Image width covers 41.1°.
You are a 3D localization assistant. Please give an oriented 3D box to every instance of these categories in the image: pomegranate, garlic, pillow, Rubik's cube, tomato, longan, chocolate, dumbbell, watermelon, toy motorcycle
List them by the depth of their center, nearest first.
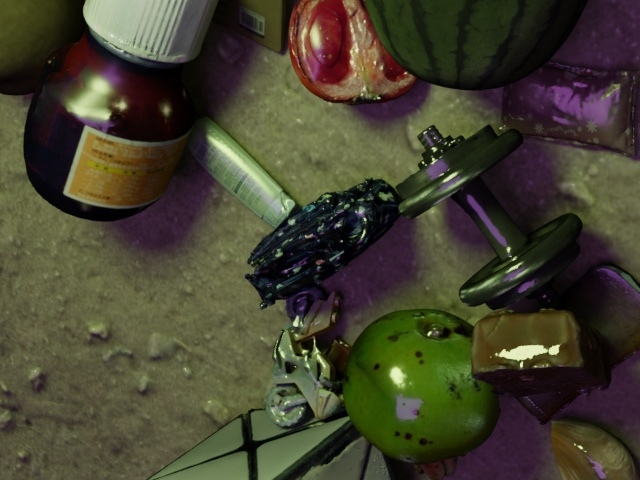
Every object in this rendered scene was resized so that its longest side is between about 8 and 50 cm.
[{"bbox_3d":[0.182,-0.355,0.986,0.279,0.279,0.359,6,112,23],"label":"watermelon"},{"bbox_3d":[0.324,-0.176,1.117,0.185,0.043,0.118,11,114,22],"label":"pillow"},{"bbox_3d":[0.288,0.147,1.118,0.148,0.214,0.093,-13,65,26],"label":"chocolate"},{"bbox_3d":[0.224,-0.030,1.130,0.192,0.192,0.290,-36,89,30],"label":"dumbbell"},{"bbox_3d":[0.043,-0.271,1.190,0.189,0.099,0.173,-5,91,-14],"label":"tomato"},{"bbox_3d":[0.410,0.348,1.243,0.101,0.087,0.195,-12,106,42],"label":"garlic"},{"bbox_3d":[0.149,0.241,1.255,0.236,0.236,0.302,12,132,21],"label":"pomegranate"},{"bbox_3d":[-0.473,-0.337,1.325,0.215,0.246,0.246,28,117,21],"label":"longan"},{"bbox_3d":[-0.058,0.457,1.342,0.310,0.307,0.305,-11,100,42],"label":"Rubik's cube"},{"bbox_3d":[-0.009,0.185,1.349,0.130,0.094,0.229,6,77,25],"label":"toy motorcycle"}]

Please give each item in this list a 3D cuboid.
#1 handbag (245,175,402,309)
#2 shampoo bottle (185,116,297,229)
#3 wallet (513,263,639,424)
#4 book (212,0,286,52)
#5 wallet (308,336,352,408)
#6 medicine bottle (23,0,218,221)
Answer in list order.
[{"bbox_3d":[0.000,0.000,1.264,0.260,0.162,0.113,-33,93,33],"label":"handbag"},{"bbox_3d":[-0.127,-0.106,1.349,0.212,0.049,0.072,43,119,6],"label":"shampoo bottle"},{"bbox_3d":[0.362,0.144,1.220,0.137,0.031,0.255,46,119,6],"label":"wallet"},{"bbox_3d":[-0.136,-0.419,1.173,0.217,0.021,0.310,29,147,14],"label":"book"},{"bbox_3d":[0.020,0.248,1.420,0.095,0.026,0.176,39,119,14],"label":"wallet"},{"bbox_3d":[-0.284,-0.232,1.242,0.242,0.242,0.395,39,129,8],"label":"medicine bottle"}]
